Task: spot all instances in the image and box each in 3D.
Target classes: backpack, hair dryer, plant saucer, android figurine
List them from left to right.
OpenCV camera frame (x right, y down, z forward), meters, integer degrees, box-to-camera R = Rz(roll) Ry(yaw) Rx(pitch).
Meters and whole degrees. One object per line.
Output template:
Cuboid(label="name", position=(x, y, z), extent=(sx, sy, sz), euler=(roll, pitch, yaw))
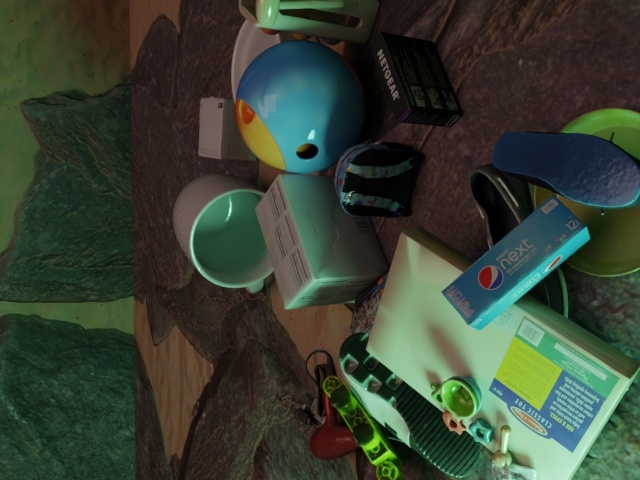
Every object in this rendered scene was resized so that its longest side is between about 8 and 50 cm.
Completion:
Cuboid(label="hair dryer", position=(0.014, 0.418, 1.558), extent=(0.293, 0.080, 0.224), euler=(34, 119, 52))
Cuboid(label="android figurine", position=(0.093, 0.391, 1.325), extent=(0.248, 0.056, 0.273), euler=(54, 176, 30))
Cuboid(label="backpack", position=(0.099, -0.126, 1.306), extent=(0.117, 0.173, 0.158), euler=(39, 125, 50))
Cuboid(label="plant saucer", position=(0.418, -0.069, 0.933), extent=(0.241, 0.037, 0.241), euler=(5, 96, 57))

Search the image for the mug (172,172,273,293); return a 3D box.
Cuboid(label="mug", position=(-0.260, -0.012, 1.834), extent=(0.328, 0.276, 0.374), euler=(35, 151, 58))

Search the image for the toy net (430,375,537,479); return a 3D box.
Cuboid(label="toy net", position=(0.258, 0.327, 1.038), extent=(0.122, 0.045, 0.232), euler=(-41, 76, 46))

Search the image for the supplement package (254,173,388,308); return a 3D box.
Cuboid(label="supplement package", position=(0.000, 0.000, 1.441), extent=(0.145, 0.204, 0.262), euler=(-48, 53, 47))

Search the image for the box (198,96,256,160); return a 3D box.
Cuboid(label="box", position=(-0.280, -0.337, 1.945), extent=(0.181, 0.119, 0.182), euler=(19, 108, 56))

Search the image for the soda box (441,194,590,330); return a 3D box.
Cuboid(label="soda box", position=(0.280, 0.036, 0.927), extent=(0.210, 0.071, 0.067), euler=(-42, 62, 11))

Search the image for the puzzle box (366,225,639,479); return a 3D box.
Cuboid(label="puzzle box", position=(0.265, 0.190, 1.048), extent=(0.409, 0.052, 0.272), euler=(36, 129, 31))

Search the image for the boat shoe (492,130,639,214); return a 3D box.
Cuboid(label="boat shoe", position=(0.361, -0.111, 0.910), extent=(0.258, 0.089, 0.109), euler=(43, 118, 54))

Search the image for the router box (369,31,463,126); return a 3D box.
Cuboid(label="router box", position=(0.178, -0.302, 1.209), extent=(0.046, 0.133, 0.179), euler=(-43, 55, 49))

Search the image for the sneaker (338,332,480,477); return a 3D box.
Cuboid(label="sneaker", position=(0.166, 0.324, 1.255), extent=(0.330, 0.122, 0.146), euler=(45, 156, 18))

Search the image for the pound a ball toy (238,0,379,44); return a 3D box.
Cuboid(label="pound a ball toy", position=(-0.030, -0.474, 1.355), extent=(0.208, 0.319, 0.136), euler=(54, 135, 41))

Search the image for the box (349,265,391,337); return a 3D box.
Cuboid(label="box", position=(0.134, 0.139, 1.319), extent=(0.233, 0.044, 0.159), euler=(-49, 21, 48))

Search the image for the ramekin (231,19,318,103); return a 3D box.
Cuboid(label="ramekin", position=(-0.113, -0.438, 1.661), extent=(0.277, 0.135, 0.277), euler=(7, 98, 58))

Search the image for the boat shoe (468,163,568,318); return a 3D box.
Cuboid(label="boat shoe", position=(0.310, 0.024, 1.049), extent=(0.116, 0.099, 0.319), euler=(-22, 74, 53))

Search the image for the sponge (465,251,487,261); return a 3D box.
Cuboid(label="sponge", position=(0.269, 0.130, 1.183), extent=(0.117, 0.031, 0.210), euler=(-12, 82, 57))

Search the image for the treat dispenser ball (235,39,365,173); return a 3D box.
Cuboid(label="treat dispenser ball", position=(-0.044, -0.291, 1.417), extent=(0.288, 0.288, 0.288), euler=(5, 96, 57))
